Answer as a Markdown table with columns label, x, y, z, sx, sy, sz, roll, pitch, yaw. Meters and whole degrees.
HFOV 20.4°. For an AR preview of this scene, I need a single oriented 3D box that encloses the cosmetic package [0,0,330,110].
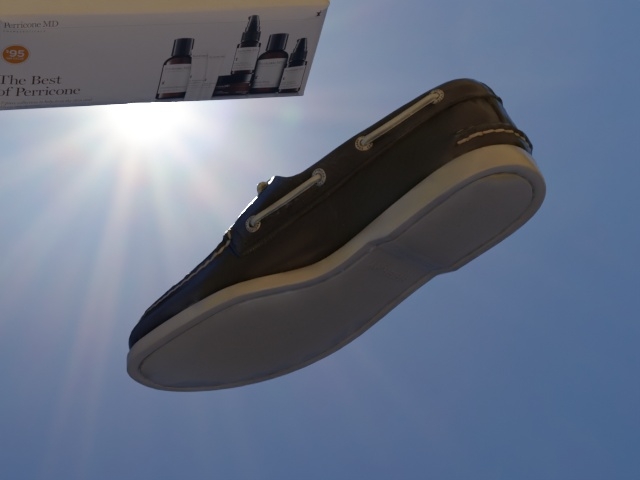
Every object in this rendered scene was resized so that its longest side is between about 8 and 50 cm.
| label | x | y | z | sx | sy | sz | roll | pitch | yaw |
| --- | --- | --- | --- | --- | --- | --- | --- | --- | --- |
| cosmetic package | -0.121 | -0.148 | 1.268 | 0.239 | 0.099 | 0.060 | -5 | -130 | -18 |

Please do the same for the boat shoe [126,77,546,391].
| label | x | y | z | sx | sy | sz | roll | pitch | yaw |
| --- | --- | --- | --- | --- | --- | --- | --- | --- | --- |
| boat shoe | 0.000 | 0.000 | 0.774 | 0.075 | 0.206 | 0.065 | 35 | -149 | -50 |
